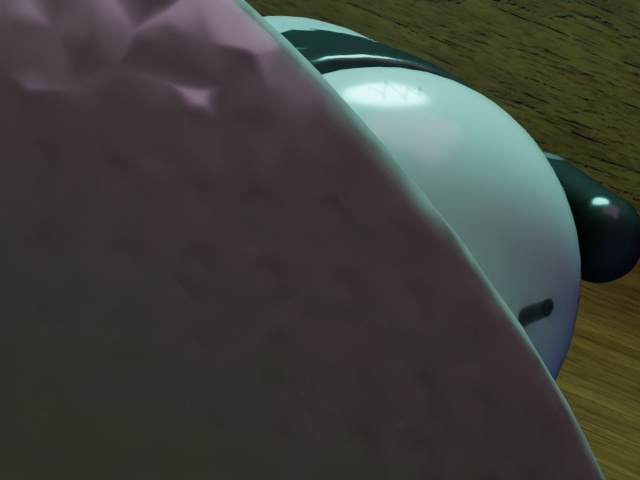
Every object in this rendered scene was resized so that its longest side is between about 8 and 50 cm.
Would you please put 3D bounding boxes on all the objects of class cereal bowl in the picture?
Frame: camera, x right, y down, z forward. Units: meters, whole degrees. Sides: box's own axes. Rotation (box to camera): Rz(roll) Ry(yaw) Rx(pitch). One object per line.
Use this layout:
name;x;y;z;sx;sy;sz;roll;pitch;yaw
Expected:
cereal bowl;-0.099;0.069;0.443;0.339;0.141;0.339;32;-32;22

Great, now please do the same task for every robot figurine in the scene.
robot figurine;-0.002;0.002;0.805;0.173;0.209;0.278;45;-2;-20
